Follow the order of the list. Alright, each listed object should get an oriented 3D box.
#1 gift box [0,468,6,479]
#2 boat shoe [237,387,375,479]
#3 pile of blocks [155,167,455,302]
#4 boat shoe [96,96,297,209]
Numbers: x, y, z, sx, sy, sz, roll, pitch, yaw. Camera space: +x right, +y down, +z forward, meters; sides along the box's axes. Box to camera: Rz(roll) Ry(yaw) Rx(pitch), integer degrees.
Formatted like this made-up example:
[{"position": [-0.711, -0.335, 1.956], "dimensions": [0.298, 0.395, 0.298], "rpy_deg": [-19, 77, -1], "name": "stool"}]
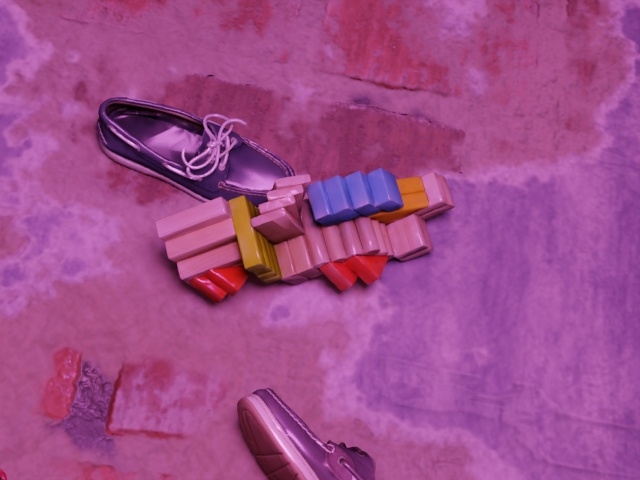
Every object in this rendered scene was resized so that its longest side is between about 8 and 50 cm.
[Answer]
[{"position": [-0.477, 0.240, 0.918], "dimensions": [0.258, 0.255, 0.276], "rpy_deg": [41, 63, 5], "name": "gift box"}, {"position": [0.022, 0.268, 1.072], "dimensions": [0.092, 0.103, 0.285], "rpy_deg": [-37, 83, -25], "name": "boat shoe"}, {"position": [0.000, 0.000, 1.139], "dimensions": [0.362, 0.149, 0.113], "rpy_deg": [-12, 72, -14], "name": "pile of blocks"}, {"position": [-0.147, -0.110, 1.193], "dimensions": [0.254, 0.079, 0.095], "rpy_deg": [23, 68, 0], "name": "boat shoe"}]
